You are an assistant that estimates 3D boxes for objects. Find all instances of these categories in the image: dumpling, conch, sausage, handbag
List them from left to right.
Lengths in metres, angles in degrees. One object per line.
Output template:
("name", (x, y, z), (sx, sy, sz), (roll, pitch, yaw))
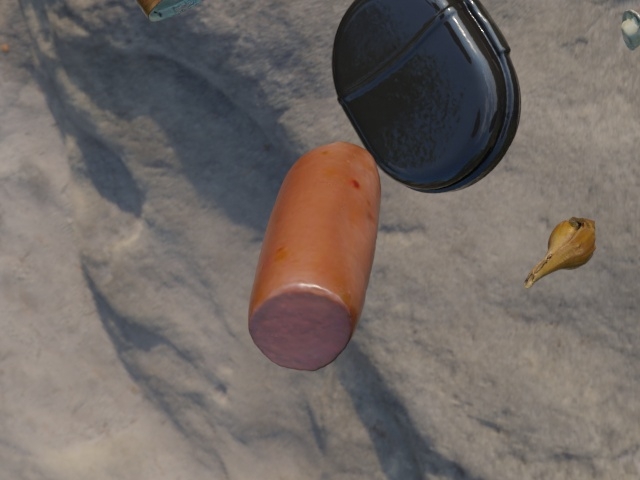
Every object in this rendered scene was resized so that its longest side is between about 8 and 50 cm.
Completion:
("sausage", (0.000, 0.000, 0.855), (0.113, 0.259, 0.114), (5, 129, 6))
("handbag", (0.138, -0.215, 1.216), (0.253, 0.093, 0.308), (-39, 73, 40))
("conch", (0.513, 0.030, 1.877), (0.109, 0.330, 0.093), (-13, 111, 42))
("dumpling", (0.537, -0.368, 1.547), (0.043, 0.077, 0.059), (-37, 59, 12))

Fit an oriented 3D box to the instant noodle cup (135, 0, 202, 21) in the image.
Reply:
("instant noodle cup", (-0.304, -0.551, 1.748), (0.230, 0.230, 0.182), (-28, 92, 27))
